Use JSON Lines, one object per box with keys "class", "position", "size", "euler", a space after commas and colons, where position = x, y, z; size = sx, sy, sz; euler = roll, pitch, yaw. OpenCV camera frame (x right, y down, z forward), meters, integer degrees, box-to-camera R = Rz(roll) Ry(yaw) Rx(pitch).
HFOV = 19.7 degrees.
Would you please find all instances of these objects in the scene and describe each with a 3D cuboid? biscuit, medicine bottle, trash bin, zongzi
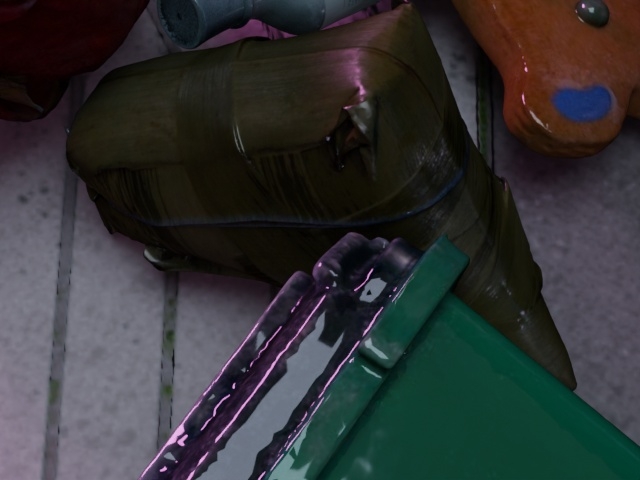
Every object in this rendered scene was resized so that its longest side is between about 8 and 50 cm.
{"class": "biscuit", "position": [0.113, -0.193, 1.165], "size": [0.205, 0.049, 0.324], "euler": [-19, 66, -38]}
{"class": "medicine bottle", "position": [-0.012, -0.173, 1.151], "size": [0.208, 0.054, 0.090], "euler": [-30, 72, -37]}
{"class": "trash bin", "position": [0.079, 0.217, 0.911], "size": [0.381, 0.259, 0.295], "euler": [34, 68, 7]}
{"class": "zongzi", "position": [0.000, 0.000, 1.091], "size": [0.250, 0.274, 0.125], "euler": [-2, 46, 36]}

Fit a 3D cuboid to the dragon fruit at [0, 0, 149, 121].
{"class": "dragon fruit", "position": [-0.230, -0.213, 1.035], "size": [0.329, 0.329, 0.329], "euler": [2, 66, -4]}
